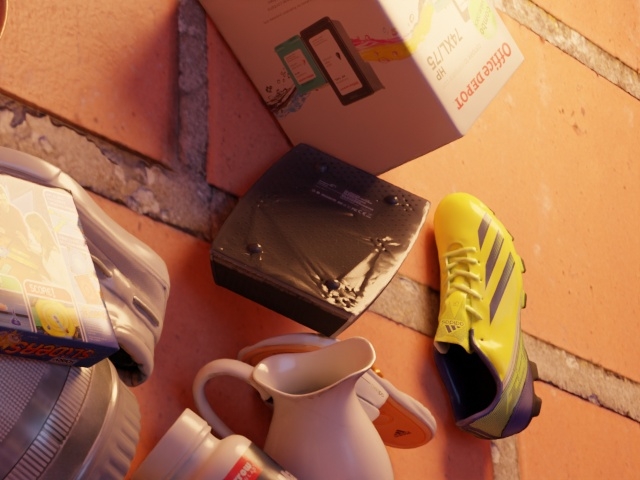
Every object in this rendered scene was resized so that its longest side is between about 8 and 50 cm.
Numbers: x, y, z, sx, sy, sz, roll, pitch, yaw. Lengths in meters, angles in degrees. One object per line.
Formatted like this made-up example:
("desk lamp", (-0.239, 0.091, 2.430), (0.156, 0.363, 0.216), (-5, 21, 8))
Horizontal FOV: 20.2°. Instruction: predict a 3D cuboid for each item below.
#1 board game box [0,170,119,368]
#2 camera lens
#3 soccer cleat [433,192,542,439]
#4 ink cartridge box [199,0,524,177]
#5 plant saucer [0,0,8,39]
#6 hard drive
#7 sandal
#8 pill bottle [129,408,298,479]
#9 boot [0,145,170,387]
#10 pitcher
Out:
("board game box", (-0.231, 0.011, 1.237), (0.201, 0.035, 0.136), (18, 47, -54))
("camera lens", (-0.295, 0.106, 1.317), (0.274, 0.219, 0.219), (44, 43, -28))
("soccer cleat", (0.169, 0.079, 2.005), (0.121, 0.093, 0.289), (4, 68, -42))
("ink cartridge box", (0.045, -0.229, 1.920), (0.270, 0.197, 0.198), (57, 39, -14))
("plant saucer", (-0.360, -0.232, 1.561), (0.200, 0.037, 0.200), (28, 52, -41))
("hard drive", (0.000, 0.000, 1.794), (0.172, 0.054, 0.255), (25, 33, 8))
("sandal", (0.027, 0.170, 1.776), (0.265, 0.102, 0.076), (34, 46, -39))
("pill bottle", (-0.074, 0.235, 1.584), (0.180, 0.108, 0.108), (39, 41, 0))
("boot", (-0.227, 0.027, 1.541), (0.258, 0.095, 0.123), (36, 40, -36))
("pitcher", (-0.023, 0.199, 1.680), (0.125, 0.177, 0.207), (-63, 149, -60))
